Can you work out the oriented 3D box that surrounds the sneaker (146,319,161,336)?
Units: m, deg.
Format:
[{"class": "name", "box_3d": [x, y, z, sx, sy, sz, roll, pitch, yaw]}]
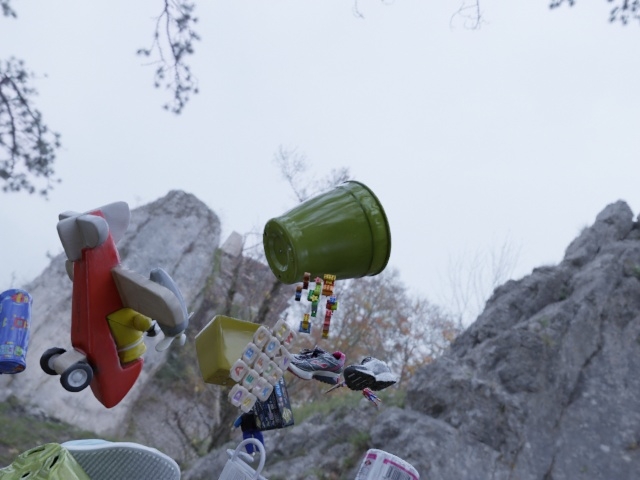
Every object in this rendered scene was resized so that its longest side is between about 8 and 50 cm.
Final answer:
[{"class": "sneaker", "box_3d": [-0.574, 0.157, 1.706, 0.292, 0.118, 0.110, 50, -41, -14]}]

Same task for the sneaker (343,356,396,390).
[{"class": "sneaker", "box_3d": [0.159, 0.458, 1.956, 0.100, 0.108, 0.271, -35, -32, 22]}]

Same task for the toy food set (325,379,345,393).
[{"class": "toy food set", "box_3d": [0.078, 0.579, 2.240, 0.019, 0.122, 0.078, 59, 8, 11]}]

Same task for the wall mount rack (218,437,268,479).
[{"class": "wall mount rack", "box_3d": [-0.189, 0.741, 1.535, 0.304, 0.350, 0.130, 19, -13, 41]}]

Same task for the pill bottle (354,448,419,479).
[{"class": "pill bottle", "box_3d": [0.141, 0.721, 1.490, 0.160, 0.283, 0.160, 23, -29, 14]}]

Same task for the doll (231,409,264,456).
[{"class": "doll", "box_3d": [-0.247, 0.652, 1.957, 0.129, 0.189, 0.046, -13, -13, 6]}]

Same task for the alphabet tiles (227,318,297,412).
[{"class": "alphabet tiles", "box_3d": [-0.169, 0.379, 1.693, 0.021, 0.284, 0.278, 24, -22, 30]}]

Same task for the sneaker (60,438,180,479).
[{"class": "sneaker", "box_3d": [-0.525, 0.561, 1.425, 0.366, 0.135, 0.150, 8, -3, 2]}]

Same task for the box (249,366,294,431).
[{"class": "box", "box_3d": [-0.174, 0.518, 1.875, 0.175, 0.051, 0.220, -32, -111, 49]}]

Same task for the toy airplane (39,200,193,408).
[{"class": "toy airplane", "box_3d": [-0.422, 0.105, 1.185, 0.384, 0.272, 0.386, -49, -123, 34]}]

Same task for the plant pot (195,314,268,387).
[{"class": "plant pot", "box_3d": [-0.329, 0.420, 2.053, 0.212, 0.187, 0.212, 19, -41, -28]}]

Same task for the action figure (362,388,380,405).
[{"class": "action figure", "box_3d": [0.216, 0.673, 2.434, 0.115, 0.038, 0.030, 44, -1, -23]}]

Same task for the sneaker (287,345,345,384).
[{"class": "sneaker", "box_3d": [-0.035, 0.430, 2.009, 0.299, 0.112, 0.121, 21, 2, -43]}]

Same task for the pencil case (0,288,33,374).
[{"class": "pencil case", "box_3d": [-1.075, 0.316, 1.945, 0.133, 0.306, 0.119, -31, -40, 20]}]

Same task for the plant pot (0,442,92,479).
[{"class": "plant pot", "box_3d": [-0.593, 0.602, 1.232, 0.276, 0.276, 0.253, -1, -67, 43]}]

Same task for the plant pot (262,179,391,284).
[{"class": "plant pot", "box_3d": [0.000, 0.000, 1.986, 0.366, 0.353, 0.366, 33, -49, 48]}]

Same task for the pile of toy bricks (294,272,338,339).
[{"class": "pile of toy bricks", "box_3d": [-0.010, 0.146, 1.487, 0.118, 0.212, 0.105, 9, -46, 1]}]
